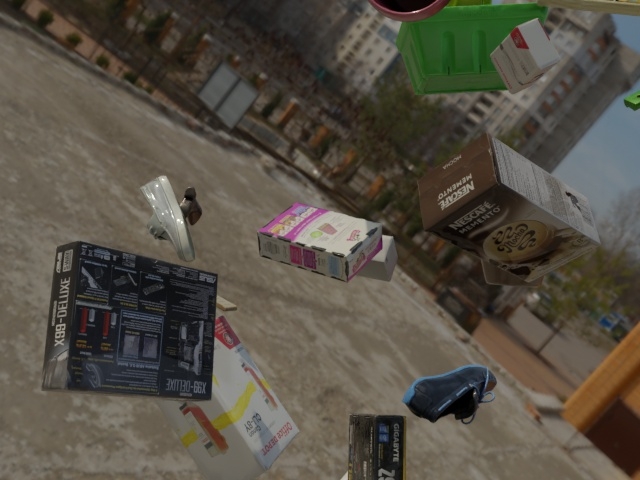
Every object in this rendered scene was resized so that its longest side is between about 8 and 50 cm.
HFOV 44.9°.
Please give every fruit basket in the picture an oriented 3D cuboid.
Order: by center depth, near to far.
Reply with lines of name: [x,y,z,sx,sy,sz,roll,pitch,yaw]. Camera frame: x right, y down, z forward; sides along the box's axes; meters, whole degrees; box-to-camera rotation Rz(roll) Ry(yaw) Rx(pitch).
fruit basket: [0.386,-0.582,2.045,0.392,0.392,0.283,40,-6,3]

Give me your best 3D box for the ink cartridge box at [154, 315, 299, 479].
ink cartridge box: [-0.251,0.414,1.976,0.384,0.160,0.279,56,17,3]

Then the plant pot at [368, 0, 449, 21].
plant pot: [0.188,-0.532,1.563,0.201,0.201,0.180,41,12,10]

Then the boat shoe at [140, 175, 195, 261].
boat shoe: [-0.333,-0.038,1.668,0.079,0.081,0.227,77,-11,-59]

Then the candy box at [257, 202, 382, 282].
candy box: [0.000,0.000,1.717,0.233,0.071,0.159,15,36,30]

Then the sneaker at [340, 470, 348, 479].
sneaker: [0.122,0.694,2.051,0.150,0.135,0.366,3,30,27]

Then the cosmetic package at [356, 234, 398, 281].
cosmetic package: [0.107,0.038,2.357,0.238,0.107,0.127,9,-30,17]

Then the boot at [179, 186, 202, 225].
boot: [-0.312,-0.058,1.822,0.037,0.106,0.114,21,-25,8]

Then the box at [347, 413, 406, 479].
box: [0.121,0.552,1.732,0.079,0.322,0.257,4,-13,-8]

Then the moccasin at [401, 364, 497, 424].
moccasin: [0.340,0.404,1.941,0.342,0.137,0.117,-6,38,-43]

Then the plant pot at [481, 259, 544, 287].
plant pot: [0.534,0.010,2.131,0.263,0.229,0.263,4,-1,0]

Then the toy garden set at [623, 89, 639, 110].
toy garden set: [0.821,-0.295,1.670,0.049,0.204,0.244,66,-7,-33]

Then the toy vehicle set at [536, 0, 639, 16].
toy vehicle set: [0.668,-0.631,1.879,0.267,0.166,0.035,8,-25,7]

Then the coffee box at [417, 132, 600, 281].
coffee box: [0.338,-0.049,1.392,0.297,0.168,0.119,24,47,-33]

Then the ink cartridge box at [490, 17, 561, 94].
ink cartridge box: [0.456,-0.410,1.735,0.109,0.063,0.150,63,-14,5]

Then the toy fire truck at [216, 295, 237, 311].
toy fire truck: [-0.367,0.191,2.088,0.158,0.246,0.217,56,36,6]

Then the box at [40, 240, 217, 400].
box: [-0.319,0.151,1.350,0.076,0.242,0.307,-12,-19,39]
